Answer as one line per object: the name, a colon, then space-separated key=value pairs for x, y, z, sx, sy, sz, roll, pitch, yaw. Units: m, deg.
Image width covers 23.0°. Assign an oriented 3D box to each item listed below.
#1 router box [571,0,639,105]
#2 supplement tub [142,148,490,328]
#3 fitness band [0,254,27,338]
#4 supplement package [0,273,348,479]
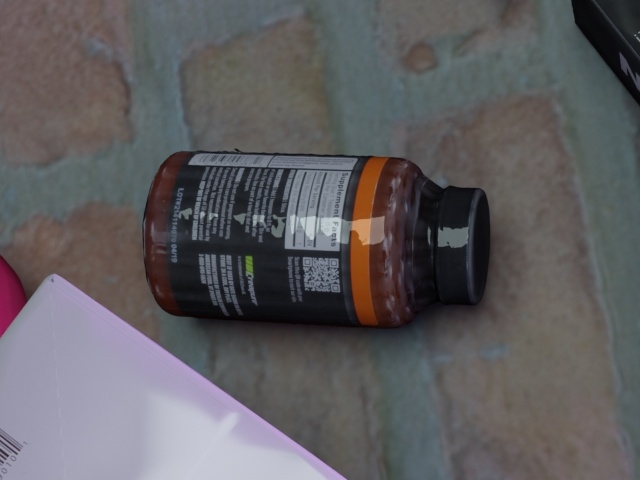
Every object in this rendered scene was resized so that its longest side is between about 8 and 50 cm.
router box: x=0.329 y=-0.102 z=0.916 sx=0.243 sy=0.081 sz=0.309 roll=-33 pitch=66 yaw=1
supplement tub: x=0.000 y=0.000 z=0.951 sx=0.198 sy=0.106 sz=0.106 roll=3 pitch=72 yaw=15
fitness band: x=-0.265 y=0.109 z=0.949 sx=0.209 sy=0.054 sz=0.291 roll=-36 pitch=38 yaw=15
supplement package: x=-0.080 y=0.182 z=0.818 sx=0.198 sy=0.263 sz=0.199 roll=33 pitch=82 yaw=23
